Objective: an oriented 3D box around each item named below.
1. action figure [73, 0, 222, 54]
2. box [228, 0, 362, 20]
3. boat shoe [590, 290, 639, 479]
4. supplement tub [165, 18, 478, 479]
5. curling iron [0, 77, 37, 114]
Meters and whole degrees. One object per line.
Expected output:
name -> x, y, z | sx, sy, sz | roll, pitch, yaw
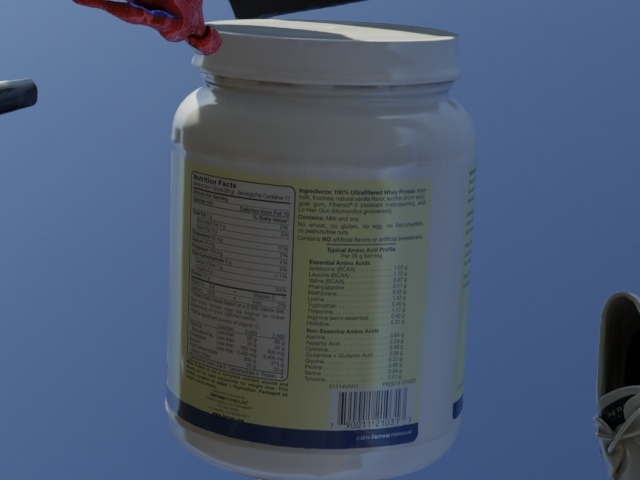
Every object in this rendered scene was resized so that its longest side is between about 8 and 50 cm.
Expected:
action figure -> -0.082, -0.107, 0.640 | 0.030, 0.115, 0.038 | -29, -142, 38
box -> 0.073, -0.533, 1.812 | 0.471, 0.480, 0.297 | -5, -151, 32
boat shoe -> 0.265, 0.152, 1.351 | 0.096, 0.088, 0.267 | -31, -146, 38
supplement tub -> 0.000, 0.000, 1.271 | 0.235, 0.235, 0.325 | 13, -74, 43
curling iron -> -0.284, -0.053, 0.938 | 0.035, 0.274, 0.068 | 54, -35, 17
